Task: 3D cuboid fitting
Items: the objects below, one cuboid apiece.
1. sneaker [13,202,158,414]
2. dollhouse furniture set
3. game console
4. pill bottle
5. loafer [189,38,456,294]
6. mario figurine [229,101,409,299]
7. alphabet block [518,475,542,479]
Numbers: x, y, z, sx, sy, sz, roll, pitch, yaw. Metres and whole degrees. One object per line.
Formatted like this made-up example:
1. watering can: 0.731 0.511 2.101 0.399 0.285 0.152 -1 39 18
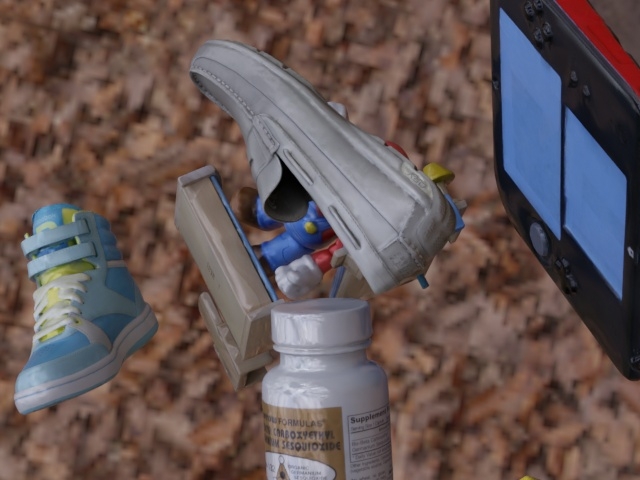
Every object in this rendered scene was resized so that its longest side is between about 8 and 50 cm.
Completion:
1. sneaker: -0.313 0.072 2.166 0.319 0.127 0.208 -53 -58 -72
2. dollhouse furniture set: 0.000 0.000 2.224 0.198 0.303 0.286 63 164 18
3. game console: 0.266 -0.086 1.919 0.342 0.060 0.386 -115 13 -46
4. pill bottle: 0.006 0.179 1.867 0.131 0.131 0.229 -166 71 -67
5. loafer: -0.020 -0.072 1.604 0.111 0.112 0.319 -47 55 -5
6. mario figurine: -0.014 -0.052 2.382 0.320 0.198 0.170 -25 14 45
7. alphabet block: 0.202 0.339 1.547 0.192 0.197 0.193 -44 35 45
